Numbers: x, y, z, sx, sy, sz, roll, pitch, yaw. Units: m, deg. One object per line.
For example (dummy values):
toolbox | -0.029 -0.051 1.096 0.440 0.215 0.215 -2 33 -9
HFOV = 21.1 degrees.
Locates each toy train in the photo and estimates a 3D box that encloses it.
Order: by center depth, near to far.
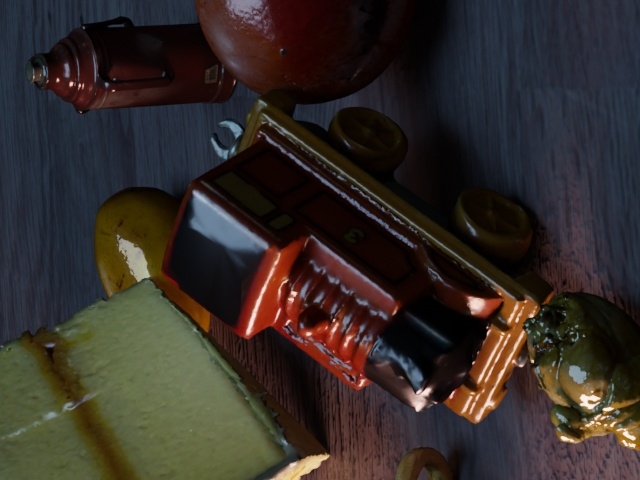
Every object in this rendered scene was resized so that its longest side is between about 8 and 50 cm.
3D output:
toy train | 0.020 0.014 1.511 0.369 0.231 0.163 37 131 19

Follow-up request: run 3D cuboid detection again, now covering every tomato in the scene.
tomato | -0.012 -0.229 1.580 0.184 0.208 0.208 -131 44 -58

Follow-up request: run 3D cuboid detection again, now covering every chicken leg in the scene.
chicken leg | 0.240 0.132 1.363 0.088 0.103 0.228 -49 58 31

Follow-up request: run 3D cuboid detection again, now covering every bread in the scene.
bread | -0.235 0.194 1.832 0.345 0.242 0.405 -41 72 4

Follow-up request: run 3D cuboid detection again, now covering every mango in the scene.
mango | -0.192 0.041 2.007 0.145 0.112 0.219 -37 67 43

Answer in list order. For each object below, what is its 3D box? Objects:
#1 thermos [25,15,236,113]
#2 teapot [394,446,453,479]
thermos | -0.211 -0.189 1.878 0.124 0.232 0.099 34 124 48
teapot | 0.097 0.349 1.594 0.203 0.167 0.311 -8 70 31
